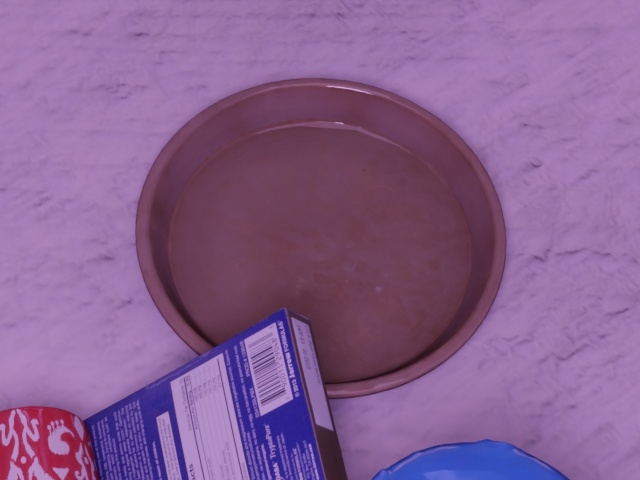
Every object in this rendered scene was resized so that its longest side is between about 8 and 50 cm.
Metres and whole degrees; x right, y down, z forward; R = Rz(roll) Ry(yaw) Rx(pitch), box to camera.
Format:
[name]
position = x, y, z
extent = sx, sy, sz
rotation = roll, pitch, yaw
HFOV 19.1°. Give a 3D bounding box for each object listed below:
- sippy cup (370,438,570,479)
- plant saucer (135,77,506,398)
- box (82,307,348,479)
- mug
[sippy cup]
position = 0.085, 0.241, 1.181
extent = 0.240, 0.224, 0.305
rotation = 31, 62, 14
[plant saucer]
position = 0.000, 0.000, 1.425
extent = 0.277, 0.041, 0.278
rotation = 2, 58, -3
[box]
position = -0.088, 0.154, 1.275
extent = 0.225, 0.036, 0.136
rotation = -29, 58, 25
[mug]
position = -0.203, 0.206, 1.239
extent = 0.150, 0.113, 0.169
rotation = -11, 57, -4
